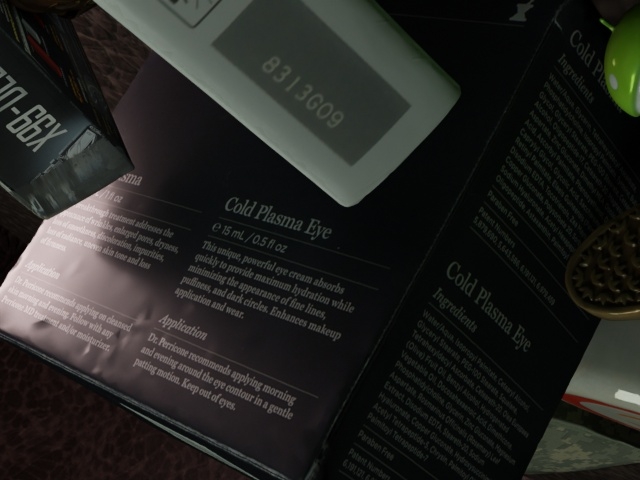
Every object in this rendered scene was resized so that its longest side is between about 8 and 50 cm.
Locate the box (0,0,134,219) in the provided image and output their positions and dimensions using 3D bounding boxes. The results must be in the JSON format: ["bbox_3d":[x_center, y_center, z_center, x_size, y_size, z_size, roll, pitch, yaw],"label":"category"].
[{"bbox_3d":[-0.245,-0.194,0.761,0.307,0.076,0.242,63,-175,29],"label":"box"}]

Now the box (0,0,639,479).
[{"bbox_3d":[0.000,0.000,0.794,0.343,0.313,0.179,17,163,45],"label":"box"}]

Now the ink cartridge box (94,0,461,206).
[{"bbox_3d":[-0.111,-0.212,0.650,0.308,0.091,0.385,38,-167,-33],"label":"ink cartridge box"}]

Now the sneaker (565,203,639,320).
[{"bbox_3d":[0.239,0.000,0.670,0.192,0.064,0.086,-30,147,26],"label":"sneaker"}]

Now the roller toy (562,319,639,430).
[{"bbox_3d":[0.261,0.064,0.850,0.209,0.146,0.191,17,172,25],"label":"roller toy"}]

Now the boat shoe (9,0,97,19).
[{"bbox_3d":[-0.155,-0.171,0.743,0.064,0.060,0.178,43,-170,-8],"label":"boat shoe"}]

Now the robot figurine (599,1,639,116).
[{"bbox_3d":[0.194,-0.084,0.603,0.115,0.067,0.101,24,168,24],"label":"robot figurine"}]

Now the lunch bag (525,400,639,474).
[{"bbox_3d":[0.185,0.127,1.086,0.287,0.169,0.235,19,155,-26],"label":"lunch bag"}]
